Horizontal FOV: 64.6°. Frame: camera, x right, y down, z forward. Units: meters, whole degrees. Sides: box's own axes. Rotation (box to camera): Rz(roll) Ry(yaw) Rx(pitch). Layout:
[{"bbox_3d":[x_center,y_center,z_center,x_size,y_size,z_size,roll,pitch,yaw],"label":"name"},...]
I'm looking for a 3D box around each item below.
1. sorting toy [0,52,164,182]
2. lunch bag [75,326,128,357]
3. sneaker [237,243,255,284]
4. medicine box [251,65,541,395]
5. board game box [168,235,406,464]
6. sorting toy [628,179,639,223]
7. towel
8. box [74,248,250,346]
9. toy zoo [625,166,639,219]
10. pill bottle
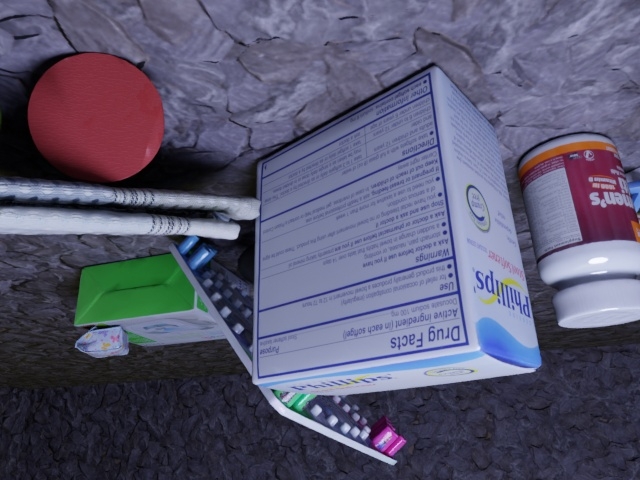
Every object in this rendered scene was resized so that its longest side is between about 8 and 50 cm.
[{"bbox_3d":[-0.339,-0.114,0.507,0.366,0.127,0.126,0,-179,-10],"label":"sorting toy"},{"bbox_3d":[-0.414,0.194,0.963,0.083,0.053,0.071,-8,160,-11],"label":"lunch bag"},{"bbox_3d":[0.000,0.000,0.810,0.286,0.109,0.130,-14,150,5],"label":"sneaker"},{"bbox_3d":[0.066,0.011,0.567,0.264,0.289,0.149,-20,152,37],"label":"medicine box"},{"bbox_3d":[-0.049,0.181,0.862,0.050,0.390,0.390,-45,137,-2],"label":"board game box"},{"bbox_3d":[0.558,-0.066,0.687,0.348,0.047,0.196,-2,143,-9],"label":"sorting toy"},{"bbox_3d":[-0.276,-0.022,0.572,0.312,0.056,0.324,-2,180,39],"label":"towel"},{"bbox_3d":[-0.310,0.126,1.040,0.262,0.126,0.231,-9,155,14],"label":"box"},{"bbox_3d":[0.512,-0.048,0.809,0.293,0.030,0.192,6,157,-18],"label":"toy zoo"},{"bbox_3d":[0.327,-0.010,0.631,0.121,0.221,0.121,-2,158,-1],"label":"pill bottle"}]
